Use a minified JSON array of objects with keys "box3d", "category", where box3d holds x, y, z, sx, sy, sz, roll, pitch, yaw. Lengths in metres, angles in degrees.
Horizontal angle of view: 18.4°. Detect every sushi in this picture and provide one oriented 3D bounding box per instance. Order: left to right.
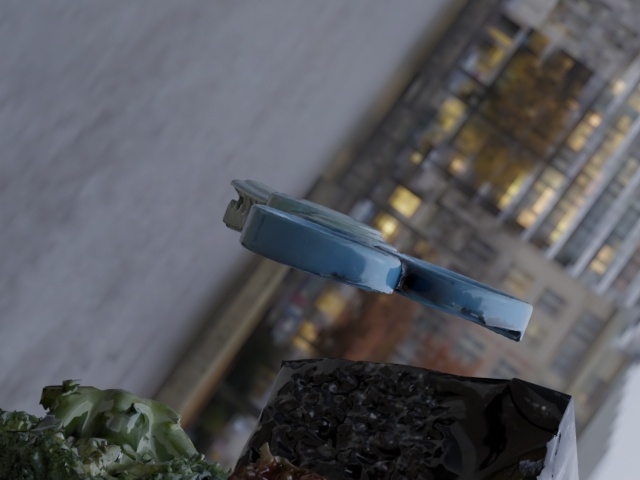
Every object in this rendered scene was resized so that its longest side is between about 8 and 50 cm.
[{"box3d":[0.027,0.154,1.029,0.150,0.172,0.153,-62,157,-28],"category":"sushi"}]

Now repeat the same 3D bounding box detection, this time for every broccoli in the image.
[{"box3d":[-0.160,0.233,1.418,0.283,0.321,0.304,-86,-163,-53],"category":"broccoli"}]

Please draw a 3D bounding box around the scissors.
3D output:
[{"box3d":[0.000,0.000,0.888,0.030,0.125,0.256,-70,-161,3],"category":"scissors"}]
